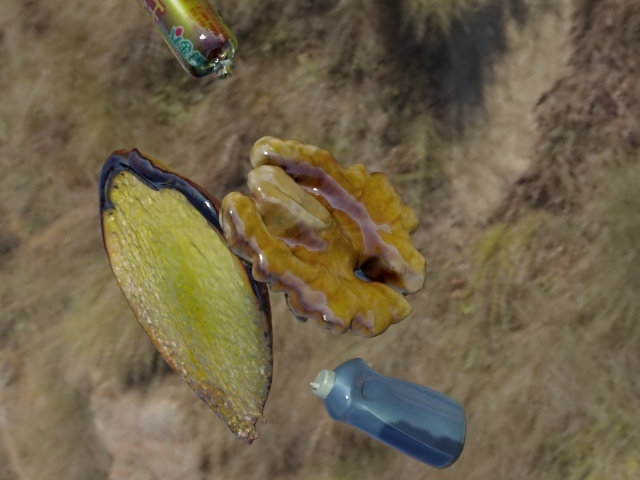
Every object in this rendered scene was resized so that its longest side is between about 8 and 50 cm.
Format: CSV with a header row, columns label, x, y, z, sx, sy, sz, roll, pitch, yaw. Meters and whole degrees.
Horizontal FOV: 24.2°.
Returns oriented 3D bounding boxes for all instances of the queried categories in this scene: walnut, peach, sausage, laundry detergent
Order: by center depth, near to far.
label,x,y,z,sx,sy,sz,roll,pitch,yaw
walnut,0.000,0.000,1.140,0.170,0.143,0.069,38,143,-13
peach,-0.094,0.040,1.278,0.189,0.068,0.279,1,117,52
sausage,-0.192,-0.305,1.771,0.371,0.082,0.082,56,147,34
laundry detergent,0.076,0.200,1.784,0.206,0.096,0.061,25,138,-21
